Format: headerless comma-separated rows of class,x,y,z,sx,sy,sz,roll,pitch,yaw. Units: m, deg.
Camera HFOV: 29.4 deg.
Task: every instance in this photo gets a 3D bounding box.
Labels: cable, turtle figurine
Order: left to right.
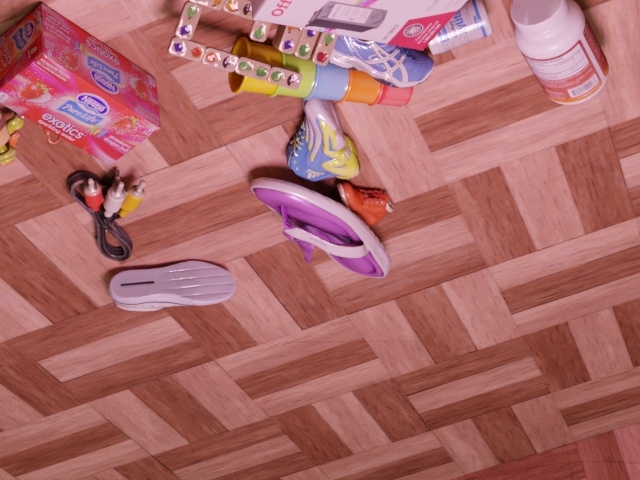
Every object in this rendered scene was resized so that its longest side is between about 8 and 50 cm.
turtle figurine,-0.542,-0.201,2.013,0.269,0.087,0.217,-35,138,-17
cable,-0.408,-0.038,2.294,0.140,0.072,0.287,5,142,-11

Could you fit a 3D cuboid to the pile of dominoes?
pile of dominoes,-0.091,-0.346,1.913,0.251,0.040,0.196,12,110,-28

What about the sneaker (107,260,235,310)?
sneaker,-0.305,0.096,2.504,0.258,0.094,0.091,1,161,-9

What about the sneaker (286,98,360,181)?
sneaker,-0.014,-0.172,2.197,0.126,0.091,0.240,-18,144,10

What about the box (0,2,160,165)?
box,-0.393,-0.247,1.971,0.128,0.122,0.257,-32,139,25

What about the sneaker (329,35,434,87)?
sneaker,0.105,-0.316,2.041,0.211,0.080,0.081,10,141,-27

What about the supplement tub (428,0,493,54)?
supplement tub,0.226,-0.357,2.025,0.107,0.071,0.071,-20,143,10

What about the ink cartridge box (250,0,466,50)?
ink cartridge box,0.069,-0.413,1.820,0.306,0.131,0.226,3,153,-27

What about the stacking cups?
stacking cups,0.005,-0.270,2.071,0.316,0.096,0.096,8,140,-25

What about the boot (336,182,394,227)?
boot,0.087,-0.081,2.380,0.085,0.059,0.158,-25,150,14

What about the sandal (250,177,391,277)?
sandal,0.012,0.001,2.375,0.169,0.102,0.416,3,158,39

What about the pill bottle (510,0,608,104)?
pill bottle,0.399,-0.334,2.058,0.121,0.121,0.216,-24,141,17
